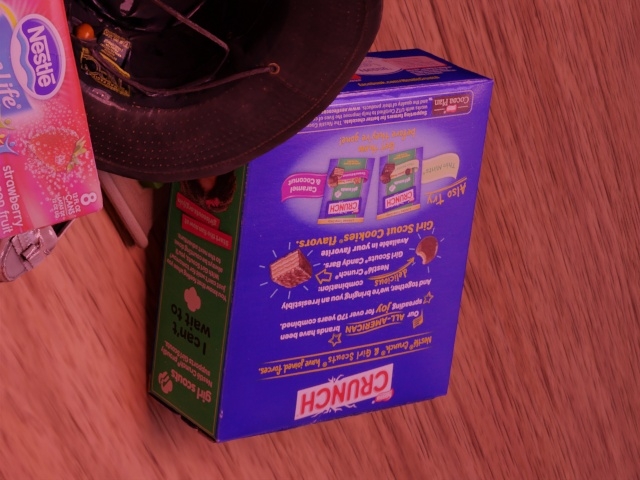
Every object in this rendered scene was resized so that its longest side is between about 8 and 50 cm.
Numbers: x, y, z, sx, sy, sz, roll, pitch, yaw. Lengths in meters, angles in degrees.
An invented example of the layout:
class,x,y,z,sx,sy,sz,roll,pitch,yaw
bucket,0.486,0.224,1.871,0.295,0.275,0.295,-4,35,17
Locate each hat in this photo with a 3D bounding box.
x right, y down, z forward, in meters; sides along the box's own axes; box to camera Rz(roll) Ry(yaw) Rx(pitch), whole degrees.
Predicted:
class,x,y,z,sx,sy,sz,roll,pitch,yaw
hat,-0.109,-0.208,1.512,0.134,0.331,0.331,-89,165,-49

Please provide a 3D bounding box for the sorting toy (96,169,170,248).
class,x,y,z,sx,sy,sz,roll,pitch,yaw
sorting toy,-0.126,-0.110,1.722,0.229,0.041,0.307,-64,146,-31

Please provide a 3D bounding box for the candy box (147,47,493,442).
class,x,y,z,sx,sy,sz,roll,pitch,yaw
candy box,0.000,0.000,1.746,0.268,0.122,0.317,-8,115,-36

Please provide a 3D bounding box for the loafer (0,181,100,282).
class,x,y,z,sx,sy,sz,roll,pitch,yaw
loafer,-0.222,-0.015,1.570,0.125,0.039,0.045,-59,144,-37

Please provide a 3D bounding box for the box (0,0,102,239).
class,x,y,z,sx,sy,sz,roll,pitch,yaw
box,-0.244,-0.139,1.366,0.122,0.128,0.257,-16,117,-15
